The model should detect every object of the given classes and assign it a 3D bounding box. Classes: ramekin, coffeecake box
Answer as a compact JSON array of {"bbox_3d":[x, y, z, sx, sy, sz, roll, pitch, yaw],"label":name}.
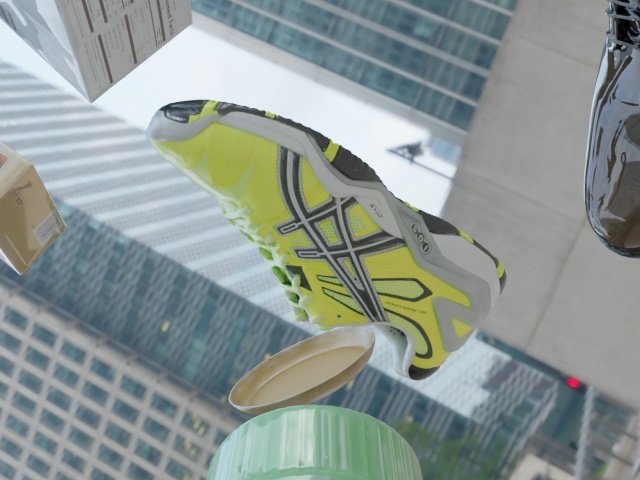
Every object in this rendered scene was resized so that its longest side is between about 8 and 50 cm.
[{"bbox_3d":[-0.007,0.341,1.363,0.148,0.303,0.303,-90,9,-52],"label":"ramekin"},{"bbox_3d":[-0.335,-0.069,1.020,0.068,0.185,0.142,-49,-14,-17],"label":"coffeecake box"}]

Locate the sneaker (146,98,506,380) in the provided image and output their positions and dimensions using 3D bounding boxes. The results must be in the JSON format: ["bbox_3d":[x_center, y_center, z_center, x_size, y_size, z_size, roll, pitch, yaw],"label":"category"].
[{"bbox_3d":[0.000,0.000,1.049,0.147,0.384,0.145,-61,15,-9],"label":"sneaker"}]

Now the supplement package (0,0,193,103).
[{"bbox_3d":[-0.271,-0.306,1.093,0.145,0.262,0.204,-42,-17,-17],"label":"supplement package"}]

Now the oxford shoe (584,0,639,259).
[{"bbox_3d":[0.150,-0.097,0.489,0.096,0.082,0.227,-9,-64,-43],"label":"oxford shoe"}]

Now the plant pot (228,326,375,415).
[{"bbox_3d":[-0.022,0.196,1.643,0.236,0.236,0.032,-39,-73,-51],"label":"plant pot"}]
